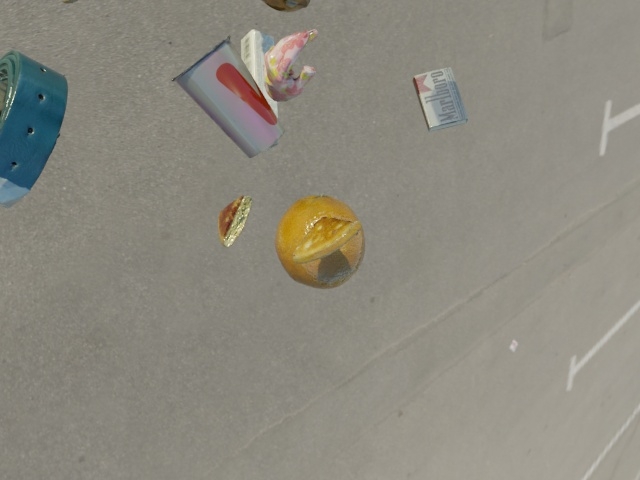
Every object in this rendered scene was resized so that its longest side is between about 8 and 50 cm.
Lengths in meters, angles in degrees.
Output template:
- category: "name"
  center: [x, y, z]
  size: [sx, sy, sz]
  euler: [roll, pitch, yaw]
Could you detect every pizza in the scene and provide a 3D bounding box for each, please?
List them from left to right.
- category: "pizza"
  center: [0.010, -0.006, 1.112]
  size: [0.178, 0.130, 0.041]
  euler: [-36, 119, 9]

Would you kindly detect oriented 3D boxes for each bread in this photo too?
- category: "bread"
  center: [-0.237, -0.040, 1.317]
  size: [0.054, 0.154, 0.135]
  euler: [26, 55, -26]

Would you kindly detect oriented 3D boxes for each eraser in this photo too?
- category: "eraser"
  center: [-0.215, -0.528, 1.732]
  size: [0.097, 0.098, 0.402]
  euler: [2, 81, -39]

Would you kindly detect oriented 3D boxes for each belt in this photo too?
- category: "belt"
  center: [-0.886, -0.313, 1.394]
  size: [0.173, 0.301, 0.435]
  euler: [19, 85, -50]

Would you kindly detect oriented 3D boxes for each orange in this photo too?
- category: "orange"
  center: [0.000, 0.000, 1.364]
  size: [0.264, 0.264, 0.263]
  euler: [-16, 115, -37]

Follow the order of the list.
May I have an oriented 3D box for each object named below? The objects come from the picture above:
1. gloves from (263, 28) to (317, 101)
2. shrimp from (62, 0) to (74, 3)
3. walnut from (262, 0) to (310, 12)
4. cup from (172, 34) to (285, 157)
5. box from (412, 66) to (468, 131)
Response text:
- category: "gloves"
  center: [-0.087, -0.483, 1.337]
  size: [0.126, 0.241, 0.145]
  euler: [1, 69, -13]
- category: "shrimp"
  center: [-0.699, -0.758, 1.464]
  size: [0.042, 0.102, 0.190]
  euler: [63, 37, -41]
- category: "walnut"
  center: [-0.150, -0.822, 1.424]
  size: [0.336, 0.209, 0.209]
  euler: [40, 75, -5]
- category: "cup"
  center: [-0.236, -0.382, 1.348]
  size: [0.203, 0.203, 0.288]
  euler: [-46, 114, -19]
- category: "box"
  center: [0.346, -0.409, 1.422]
  size: [0.036, 0.115, 0.177]
  euler: [70, 7, -74]
